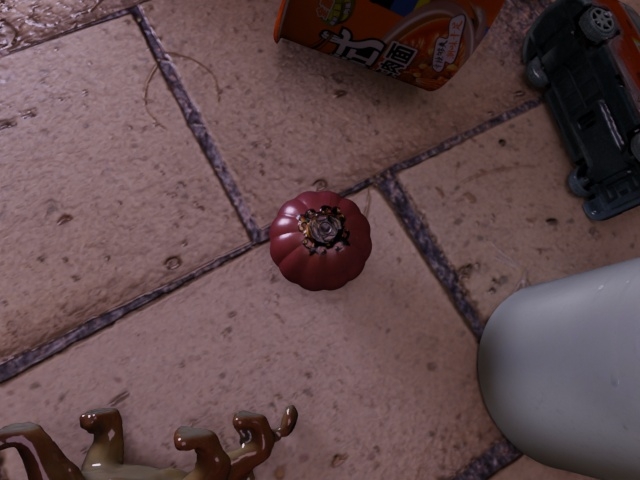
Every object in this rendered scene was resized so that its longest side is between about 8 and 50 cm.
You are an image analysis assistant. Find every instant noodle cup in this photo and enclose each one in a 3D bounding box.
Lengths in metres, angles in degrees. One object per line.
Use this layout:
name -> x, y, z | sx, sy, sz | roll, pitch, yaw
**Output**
instant noodle cup -> 0.083, -0.293, 0.539 | 0.192, 0.250, 0.250 | 23, 73, -11

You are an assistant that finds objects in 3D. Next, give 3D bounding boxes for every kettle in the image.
kettle -> 0.318, 0.099, 0.416 | 0.265, 0.318, 0.204 | -14, 76, -10

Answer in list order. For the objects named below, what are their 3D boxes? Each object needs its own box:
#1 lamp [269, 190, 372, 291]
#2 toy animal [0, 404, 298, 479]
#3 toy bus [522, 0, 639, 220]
lamp -> 0.000, 0.000, 0.516 | 0.108, 0.092, 0.107 | 1, 76, -5
toy animal -> -0.176, 0.235, 0.443 | 0.313, 0.097, 0.157 | 4, 87, -9
toy bus -> 0.351, -0.167, 0.599 | 0.120, 0.121, 0.264 | -12, 76, -19
